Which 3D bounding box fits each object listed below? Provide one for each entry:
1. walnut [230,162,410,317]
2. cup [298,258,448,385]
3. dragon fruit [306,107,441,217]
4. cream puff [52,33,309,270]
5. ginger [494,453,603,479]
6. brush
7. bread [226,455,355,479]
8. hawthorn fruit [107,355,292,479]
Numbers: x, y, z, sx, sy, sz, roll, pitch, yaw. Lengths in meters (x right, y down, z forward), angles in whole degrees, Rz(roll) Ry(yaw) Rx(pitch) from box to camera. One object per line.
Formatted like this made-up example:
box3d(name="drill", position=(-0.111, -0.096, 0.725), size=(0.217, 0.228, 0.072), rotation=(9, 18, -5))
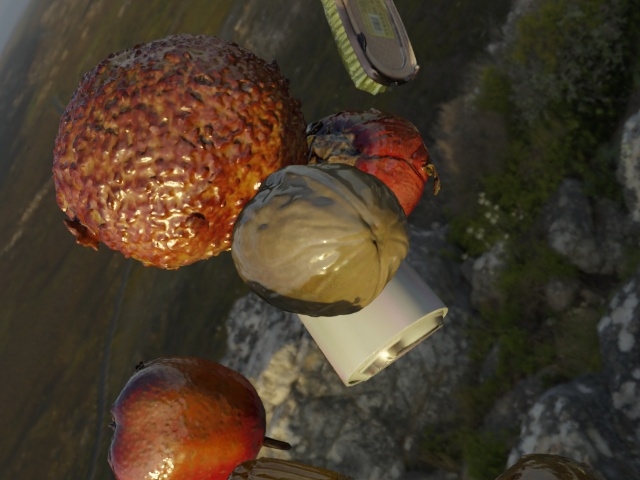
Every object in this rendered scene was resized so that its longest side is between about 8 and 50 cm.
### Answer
box3d(name="walnut", position=(0.000, -0.001, 0.695), size=(0.162, 0.140, 0.140), rotation=(17, 82, 45))
box3d(name="cup", position=(0.061, 0.093, 1.673), size=(0.253, 0.253, 0.371), rotation=(-48, 68, 29))
box3d(name="dragon fruit", position=(0.030, -0.107, 1.165), size=(0.218, 0.148, 0.223), rotation=(-45, 44, 14))
box3d(name="cream puff", position=(-0.181, -0.124, 1.015), size=(0.351, 0.228, 0.350), rotation=(-7, 58, 11))
box3d(name="ginger", position=(0.376, 0.461, 1.362), size=(0.200, 0.269, 0.222), rotation=(19, 78, 42))
box3d(name="brush", position=(0.017, -0.286, 0.864), size=(0.067, 0.072, 0.312), rotation=(-37, 65, 46))
box3d(name="bread", position=(-0.037, 0.256, 0.584), size=(0.199, 0.104, 0.199), rotation=(10, -90, -80))
box3d(name="hawthorn fruit", position=(-0.231, 0.375, 1.594), size=(0.285, 0.369, 0.284), rotation=(-165, 90, -72))
